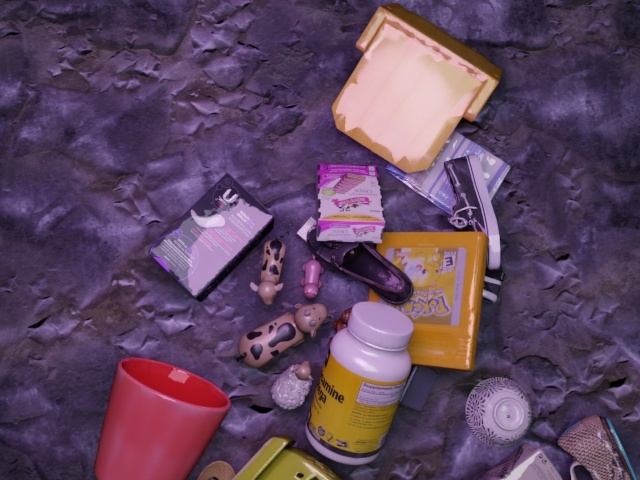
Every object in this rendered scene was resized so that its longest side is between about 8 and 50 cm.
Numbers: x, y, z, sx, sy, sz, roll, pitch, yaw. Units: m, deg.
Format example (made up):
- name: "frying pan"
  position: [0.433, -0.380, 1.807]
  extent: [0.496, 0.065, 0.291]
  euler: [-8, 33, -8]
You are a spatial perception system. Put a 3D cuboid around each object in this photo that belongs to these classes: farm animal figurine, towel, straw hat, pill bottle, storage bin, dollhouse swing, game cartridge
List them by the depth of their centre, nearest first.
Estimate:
- name: "pill bottle"
  position: [0.093, 0.316, 1.464]
  extent: [0.187, 0.188, 0.334]
  euler: [16, 109, 0]
- name: "straw hat"
  position: [-0.266, 0.587, 1.520]
  extent: [0.061, 0.144, 0.145]
  euler: [-7, 77, 38]
- name: "farm animal figurine"
  position: [-0.078, 0.184, 1.551]
  extent: [0.330, 0.172, 0.327]
  euler: [43, 80, 5]
- name: "game cartridge"
  position: [0.243, 0.136, 1.553]
  extent: [0.285, 0.052, 0.324]
  euler: [0, 70, 32]
- name: "storage bin"
  position: [0.217, 0.348, 1.587]
  extent: [0.091, 0.098, 0.135]
  euler: [34, 78, -25]
- name: "towel"
  position: [0.339, -0.189, 1.715]
  extent: [0.285, 0.034, 0.209]
  euler: [34, 79, 3]
- name: "dollhouse swing"
  position: [0.243, -0.394, 1.715]
  extent: [0.346, 0.315, 0.305]
  euler: [32, 118, 3]

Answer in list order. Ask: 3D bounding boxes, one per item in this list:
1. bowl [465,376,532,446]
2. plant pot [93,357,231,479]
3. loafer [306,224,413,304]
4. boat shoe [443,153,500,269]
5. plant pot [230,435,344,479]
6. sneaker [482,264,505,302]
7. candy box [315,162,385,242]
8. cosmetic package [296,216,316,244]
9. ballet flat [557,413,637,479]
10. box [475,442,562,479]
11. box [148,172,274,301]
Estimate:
- name: "bowl"
  position: [0.448, 0.421, 1.585]
  extent: [0.169, 0.080, 0.170]
  euler: [1, 80, -4]
- name: "plant pot"
  position: [-0.369, 0.427, 1.459]
  extent: [0.274, 0.275, 0.243]
  euler: [22, 89, 1]
- name: "loafer"
  position: [0.090, 0.042, 1.552]
  extent: [0.302, 0.095, 0.109]
  euler: [33, 83, 18]
- name: "boat shoe"
  position: [0.371, -0.069, 1.619]
  extent: [0.104, 0.113, 0.307]
  euler: [-10, 75, 3]
- name: "plant pot"
  position: [-0.084, 0.568, 1.460]
  extent: [0.207, 0.228, 0.227]
  euler: [42, 80, 12]
- name: "sneaker"
  position: [0.364, 0.063, 1.653]
  extent: [0.216, 0.079, 0.121]
  euler: [26, 75, -6]
- name: "candy box"
  position: [0.069, -0.096, 1.599]
  extent: [0.159, 0.071, 0.234]
  euler: [2, 42, -3]
- name: "cosmetic package"
  position: [0.000, 0.000, 1.656]
  extent: [0.115, 0.041, 0.060]
  euler: [42, 80, 4]
- name: "ballet flat"
  position: [0.725, 0.656, 1.538]
  extent: [0.182, 0.164, 0.483]
  euler: [-33, 77, 13]
- name: "box"
  position: [0.423, 0.601, 1.536]
  extent: [0.275, 0.113, 0.094]
  euler: [-33, 82, -10]
- name: "box"
  position: [-0.261, -0.004, 1.589]
  extent: [0.165, 0.143, 0.270]
  euler: [44, 80, 3]
